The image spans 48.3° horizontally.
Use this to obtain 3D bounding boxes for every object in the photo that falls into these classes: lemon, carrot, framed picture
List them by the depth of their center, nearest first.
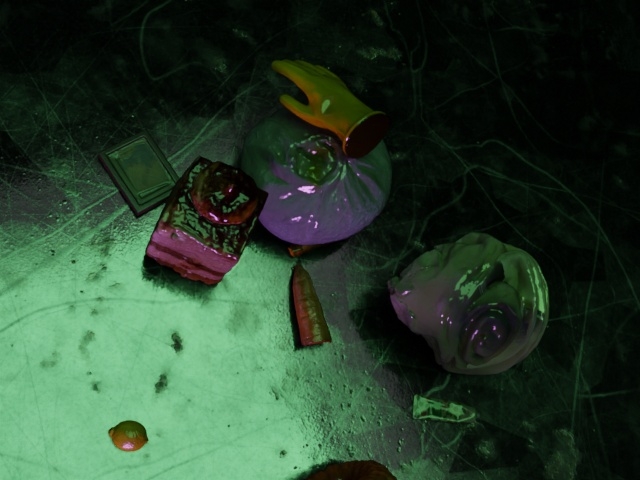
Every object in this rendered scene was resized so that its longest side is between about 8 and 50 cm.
[{"bbox_3d":[-0.391,0.397,1.453,0.083,0.062,0.062,18,69,-14],"label":"lemon"},{"bbox_3d":[-0.410,-0.158,1.636,0.128,0.023,0.168,-32,85,-24],"label":"framed picture"},{"bbox_3d":[-0.029,0.145,1.652,0.072,0.072,0.205,-6,69,-20],"label":"carrot"},{"bbox_3d":[0.000,0.000,1.715,0.171,0.042,0.042,-22,82,-20],"label":"carrot"}]

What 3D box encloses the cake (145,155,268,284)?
[{"bbox_3d":[-0.234,-0.040,1.509,0.196,0.293,0.198,29,68,-15],"label":"cake"}]

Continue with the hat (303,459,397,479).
[{"bbox_3d":[0.083,0.663,1.422,0.285,0.285,0.400,-23,85,-23],"label":"hat"}]

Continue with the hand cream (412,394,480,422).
[{"bbox_3d":[0.299,0.406,1.695,0.165,0.037,0.057,10,71,-9],"label":"hand cream"}]

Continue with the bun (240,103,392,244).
[{"bbox_3d":[-0.008,-0.164,1.648,0.362,0.211,0.362,2,72,-6],"label":"bun"}]

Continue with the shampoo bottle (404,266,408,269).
[{"bbox_3d":[0.316,0.091,1.761,0.234,0.087,0.118,6,82,-16],"label":"shampoo bottle"}]

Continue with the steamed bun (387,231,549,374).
[{"bbox_3d":[0.356,0.161,1.613,0.394,0.237,0.346,4,100,-16],"label":"steamed bun"}]

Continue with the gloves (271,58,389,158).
[{"bbox_3d":[0.009,-0.313,1.559,0.294,0.116,0.133,46,29,25],"label":"gloves"}]
